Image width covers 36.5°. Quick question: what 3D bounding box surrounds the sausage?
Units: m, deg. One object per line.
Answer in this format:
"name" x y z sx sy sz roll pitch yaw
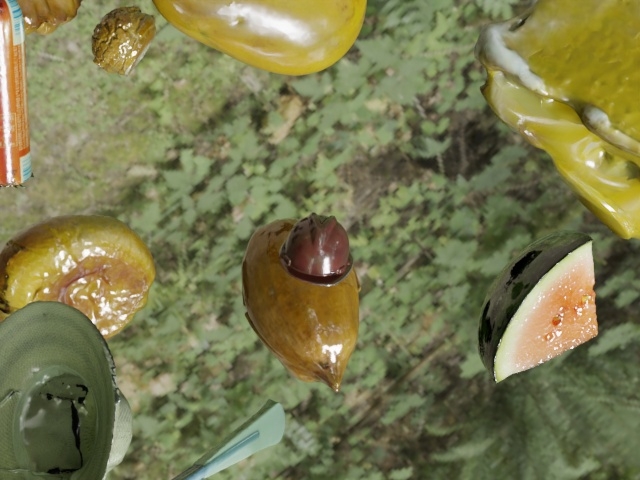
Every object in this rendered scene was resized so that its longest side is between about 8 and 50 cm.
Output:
"sausage" -0.401 -0.198 1.212 0.083 0.083 0.264 -20 126 -40

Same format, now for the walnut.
"walnut" -0.028 0.114 1.679 0.208 0.336 0.209 -14 148 -9

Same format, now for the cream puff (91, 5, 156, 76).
"cream puff" -0.375 -0.379 1.827 0.126 0.103 0.144 -49 -165 46

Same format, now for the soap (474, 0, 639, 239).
"soap" 0.280 -0.063 0.740 0.169 0.304 0.339 -58 164 -4

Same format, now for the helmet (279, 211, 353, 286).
"helmet" 0.000 0.000 1.137 0.111 0.089 0.057 -85 -173 -61

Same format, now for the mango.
"mango" -0.117 -0.467 1.821 0.445 0.300 0.232 1 171 -32

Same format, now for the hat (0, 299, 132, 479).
"hat" -0.256 0.190 1.000 0.252 0.252 0.110 -48 147 17

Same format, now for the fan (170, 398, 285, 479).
"fan" -0.075 0.172 0.774 0.016 0.038 0.193 -4 -173 26

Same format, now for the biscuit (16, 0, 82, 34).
"biscuit" -0.536 -0.477 1.588 0.107 0.326 0.325 -25 167 32

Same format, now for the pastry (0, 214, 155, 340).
"pastry" -0.531 0.084 2.089 0.355 0.164 0.356 -15 131 -18

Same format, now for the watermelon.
"watermelon" 0.242 0.061 1.134 0.137 0.145 0.193 27 103 -32
